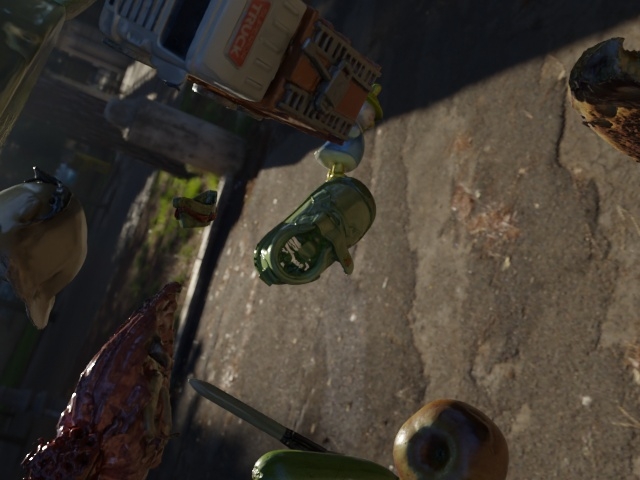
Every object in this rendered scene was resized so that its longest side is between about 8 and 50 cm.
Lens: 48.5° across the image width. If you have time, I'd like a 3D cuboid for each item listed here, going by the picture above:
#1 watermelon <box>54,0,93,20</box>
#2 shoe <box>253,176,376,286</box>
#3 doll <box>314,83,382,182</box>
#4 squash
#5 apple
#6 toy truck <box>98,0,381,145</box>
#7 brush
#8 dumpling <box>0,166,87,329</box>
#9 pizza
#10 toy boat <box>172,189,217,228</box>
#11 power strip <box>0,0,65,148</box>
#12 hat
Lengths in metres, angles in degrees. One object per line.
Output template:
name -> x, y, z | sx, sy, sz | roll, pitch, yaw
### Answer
watermelon -> -0.473, -0.563, 1.311 | 0.283, 0.293, 0.250 | -49, 54, 18
shoe -> -0.001, -0.001, 1.323 | 0.262, 0.140, 0.128 | -34, 27, -3
doll -> 0.063, -0.227, 1.486 | 0.241, 0.099, 0.135 | -63, -25, -18
squash -> 0.010, 0.309, 0.918 | 0.066, 0.201, 0.066 | -169, 90, -73
apple -> 0.241, 0.400, 1.315 | 0.211, 0.188, 0.211 | -14, 60, 26
toy truck -> -0.075, -0.240, 0.893 | 0.207, 0.387, 0.173 | 30, 99, 22
brush -> -0.069, 0.285, 1.060 | 0.042, 0.299, 0.039 | -53, 9, 52
dumpling -> -0.426, 0.004, 1.105 | 0.163, 0.204, 0.293 | -34, 23, 0
pizza -> 0.377, -0.162, 0.827 | 0.161, 0.305, 0.085 | 20, 88, 33
toy boat -> -0.265, -0.066, 1.510 | 0.185, 0.089, 0.071 | -27, -58, -72
power strip -> -0.448, -0.157, 0.817 | 0.357, 0.161, 0.357 | -47, 26, 32
hat -> -0.193, 0.183, 0.701 | 0.286, 0.107, 0.236 | -53, -29, -76
